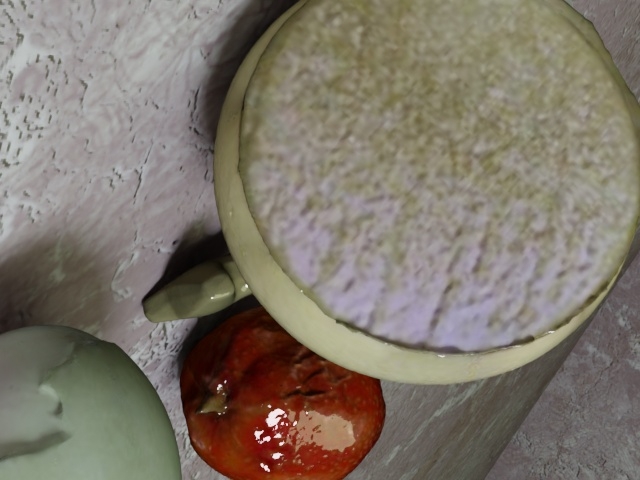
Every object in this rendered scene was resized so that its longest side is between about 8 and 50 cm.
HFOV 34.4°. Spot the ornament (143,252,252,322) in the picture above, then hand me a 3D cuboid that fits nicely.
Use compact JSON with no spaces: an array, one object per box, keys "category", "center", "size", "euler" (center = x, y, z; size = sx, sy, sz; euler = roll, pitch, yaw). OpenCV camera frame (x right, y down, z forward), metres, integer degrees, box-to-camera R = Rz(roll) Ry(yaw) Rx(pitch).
[{"category":"ornament","center":[0.000,0.000,0.800],"size":[0.245,0.061,0.230],"euler":[-23,-178,18]}]

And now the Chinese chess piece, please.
[{"category":"Chinese chess piece","center":[0.067,-0.044,0.654],"size":[0.270,0.270,0.112],"euler":[-45,176,-16]}]

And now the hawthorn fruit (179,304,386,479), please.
[{"category":"hawthorn fruit","center":[-0.032,0.128,0.883],"size":[0.179,0.173,0.173],"euler":[39,89,-30]}]

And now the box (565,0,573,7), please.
[{"category":"box","center":[0.190,-0.200,0.943],"size":[0.109,0.029,0.198],"euler":[-69,159,0]}]

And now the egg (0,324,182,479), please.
[{"category":"egg","center":[-0.168,0.149,0.611],"size":[0.183,0.183,0.217],"euler":[-8,128,-60]}]
